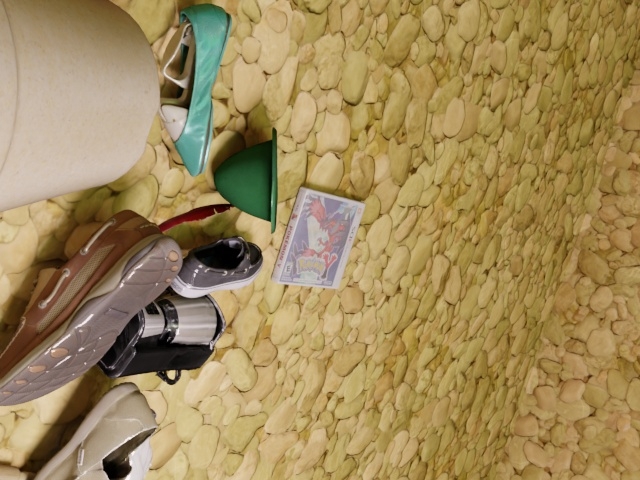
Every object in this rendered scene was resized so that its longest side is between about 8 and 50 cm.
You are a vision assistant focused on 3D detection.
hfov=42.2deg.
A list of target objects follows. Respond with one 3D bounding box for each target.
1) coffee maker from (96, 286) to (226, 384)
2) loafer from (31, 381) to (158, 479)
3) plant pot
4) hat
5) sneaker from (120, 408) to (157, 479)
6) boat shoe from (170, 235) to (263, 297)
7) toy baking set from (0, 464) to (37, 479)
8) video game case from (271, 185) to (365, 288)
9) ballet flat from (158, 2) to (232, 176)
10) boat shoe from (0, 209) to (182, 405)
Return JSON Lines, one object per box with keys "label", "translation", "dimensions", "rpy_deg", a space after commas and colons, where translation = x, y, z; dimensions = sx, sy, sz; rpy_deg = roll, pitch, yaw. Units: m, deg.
{"label": "coffee maker", "translation": [-0.254, 0.155, 1.250], "dimensions": [0.178, 0.120, 0.171], "rpy_deg": [5, 105, -53]}
{"label": "loafer", "translation": [-0.335, 0.334, 1.209], "dimensions": [0.268, 0.092, 0.102], "rpy_deg": [-56, 158, 2]}
{"label": "plant pot", "translation": [-0.339, -0.155, 0.839], "dimensions": [0.305, 0.334, 0.333], "rpy_deg": [-12, 118, -61]}
{"label": "hat", "translation": [-0.161, -0.095, 1.322], "dimensions": [0.208, 0.184, 0.172], "rpy_deg": [-116, -154, -85]}
{"label": "sneaker", "translation": [-0.314, 0.381, 1.326], "dimensions": [0.095, 0.090, 0.235], "rpy_deg": [-8, 116, -61]}
{"label": "boat shoe", "translation": [-0.150, 0.028, 1.316], "dimensions": [0.076, 0.080, 0.228], "rpy_deg": [-50, 162, 26]}
{"label": "toy baking set", "translation": [-0.501, 0.389, 1.126], "dimensions": [0.196, 0.030, 0.256], "rpy_deg": [-62, 144, -8]}
{"label": "video game case", "translation": [0.000, 0.000, 1.584], "dimensions": [0.201, 0.023, 0.183], "rpy_deg": [10, 100, -54]}
{"label": "ballet flat", "translation": [-0.192, -0.216, 1.186], "dimensions": [0.087, 0.083, 0.247], "rpy_deg": [4, 105, -28]}
{"label": "boat shoe", "translation": [-0.333, 0.090, 1.122], "dimensions": [0.324, 0.116, 0.123], "rpy_deg": [-43, 157, -3]}
